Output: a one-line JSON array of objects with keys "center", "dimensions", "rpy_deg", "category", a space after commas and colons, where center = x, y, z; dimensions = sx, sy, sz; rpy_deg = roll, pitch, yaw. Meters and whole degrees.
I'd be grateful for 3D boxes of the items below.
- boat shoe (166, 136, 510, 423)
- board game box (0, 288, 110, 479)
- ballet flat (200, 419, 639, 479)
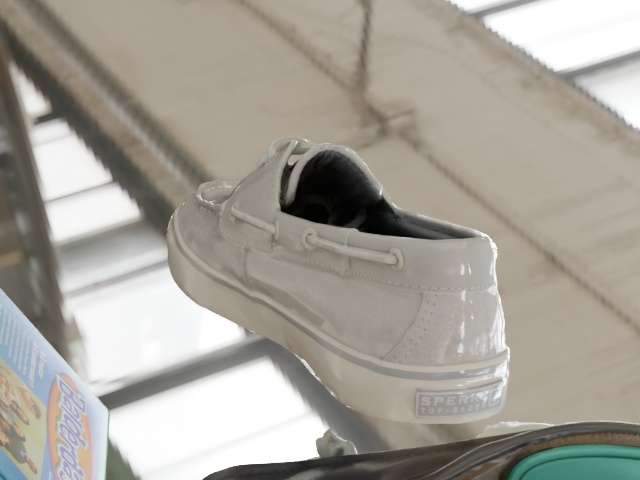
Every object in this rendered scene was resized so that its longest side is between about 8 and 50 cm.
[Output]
[{"center": [0.000, 0.000, 0.534], "dimensions": [0.184, 0.066, 0.063], "rpy_deg": [-142, -127, -65], "category": "boat shoe"}, {"center": [-0.190, 0.071, 0.876], "dimensions": [0.210, 0.047, 0.160], "rpy_deg": [52, 12, -24], "category": "board game box"}, {"center": [0.048, 0.088, 0.563], "dimensions": [0.074, 0.203, 0.074], "rpy_deg": [173, -90, -74], "category": "ballet flat"}]
